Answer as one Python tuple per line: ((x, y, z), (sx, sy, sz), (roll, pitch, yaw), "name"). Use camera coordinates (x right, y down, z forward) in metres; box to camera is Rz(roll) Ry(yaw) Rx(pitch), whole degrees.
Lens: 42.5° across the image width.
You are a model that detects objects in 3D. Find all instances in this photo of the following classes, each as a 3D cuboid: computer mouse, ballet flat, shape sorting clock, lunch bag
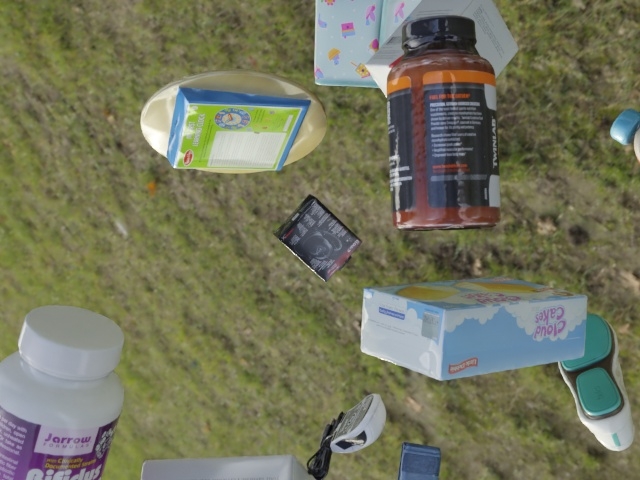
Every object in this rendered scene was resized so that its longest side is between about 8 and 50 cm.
((0.046, 0.270, 1.145), (0.042, 0.106, 0.193), (35, 147, -4), "computer mouse")
((0.605, 0.310, 1.793), (0.139, 0.400, 0.139), (4, 115, 8), "ballet flat")
((-0.096, -0.130, 0.918), (0.206, 0.206, 0.040), (132, 136, -58), "shape sorting clock")
((0.128, -0.426, 1.690), (0.262, 0.160, 0.223), (9, 110, 19), "lunch bag")

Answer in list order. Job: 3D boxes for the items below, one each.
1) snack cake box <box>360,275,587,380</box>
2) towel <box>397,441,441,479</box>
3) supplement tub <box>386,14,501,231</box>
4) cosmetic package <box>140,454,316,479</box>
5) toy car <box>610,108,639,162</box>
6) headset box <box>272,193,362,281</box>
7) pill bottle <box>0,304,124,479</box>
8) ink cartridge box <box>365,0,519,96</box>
((0.202, 0.107, 1.068), (0.152, 0.264, 0.089), (10, 100, 53), "snack cake box")
((0.158, 0.392, 1.338), (0.067, 0.119, 0.029), (10, 165, -2), "towel")
((0.116, -0.108, 0.783), (0.106, 0.106, 0.197), (-2, 90, 50), "supplement tub")
((-0.132, 0.533, 1.099), (0.230, 0.453, 0.161), (-5, 150, 12), "cosmetic package")
((0.767, -0.203, 1.727), (0.219, 0.210, 0.238), (44, -173, 32), "toy car")
((0.000, 0.000, 0.905), (0.083, 0.062, 0.032), (42, 178, -18), "headset box")
((-0.353, 0.244, 1.068), (0.169, 0.169, 0.301), (27, 107, 29), "pill bottle")
((0.188, -0.281, 1.259), (0.127, 0.176, 0.128), (48, 164, -32), "ink cartridge box")
